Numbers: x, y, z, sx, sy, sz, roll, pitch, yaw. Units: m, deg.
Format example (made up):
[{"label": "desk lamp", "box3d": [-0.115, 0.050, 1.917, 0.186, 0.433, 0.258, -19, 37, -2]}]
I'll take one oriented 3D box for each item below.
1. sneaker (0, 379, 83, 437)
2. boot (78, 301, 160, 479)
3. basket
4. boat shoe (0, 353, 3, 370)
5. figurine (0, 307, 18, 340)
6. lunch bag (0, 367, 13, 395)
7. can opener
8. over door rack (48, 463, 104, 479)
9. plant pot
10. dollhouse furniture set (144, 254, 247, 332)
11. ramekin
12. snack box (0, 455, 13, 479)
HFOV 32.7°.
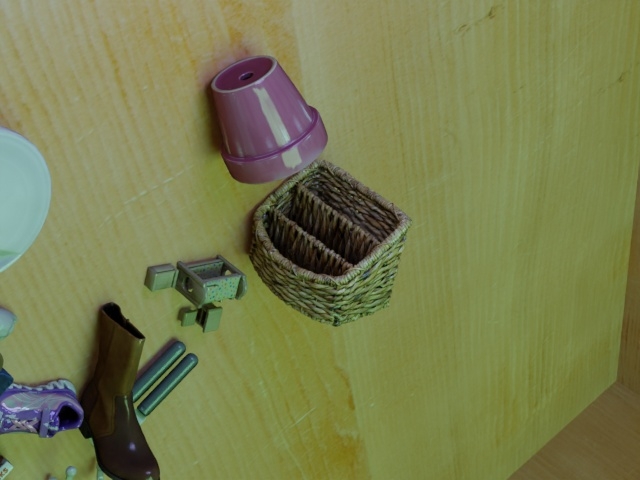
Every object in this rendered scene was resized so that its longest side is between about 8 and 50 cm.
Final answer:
[{"label": "sneaker", "box3d": [-0.539, 0.326, 2.030, 0.236, 0.104, 0.095, -4, 122, -45]}, {"label": "boot", "box3d": [-0.359, 0.295, 2.071, 0.096, 0.264, 0.280, 0, 120, -36]}, {"label": "basket", "box3d": [0.000, 0.000, 2.202, 0.213, 0.299, 0.223, -15, 131, -38]}, {"label": "boat shoe", "box3d": [-0.647, 0.248, 1.762, 0.285, 0.089, 0.104, -35, 137, -8]}, {"label": "figurine", "box3d": [-0.617, 0.148, 1.833, 0.215, 0.092, 0.209, -40, 149, -19]}, {"label": "lunch bag", "box3d": [-0.605, 0.256, 1.936, 0.098, 0.065, 0.067, -49, 159, -9]}, {"label": "can opener", "box3d": [-0.369, 0.326, 2.260, 0.280, 0.074, 0.093, -47, 177, -7]}, {"label": "over door rack", "box3d": [-0.453, 0.492, 2.092, 0.240, 0.324, 0.108, -12, 96, -36]}, {"label": "plant pot", "box3d": [-0.108, -0.231, 2.007, 0.201, 0.201, 0.180, -37, 124, -22]}, {"label": "dollhouse furniture set", "box3d": [-0.257, 0.133, 2.187, 0.182, 0.101, 0.161, -10, 125, -43]}, {"label": "ramekin", "box3d": [-0.562, -0.070, 1.674, 0.273, 0.127, 0.272, -28, 136, -31]}, {"label": "snack box", "box3d": [-0.651, 0.483, 2.051, 0.022, 0.064, 0.178, 48, 72, -18]}]
